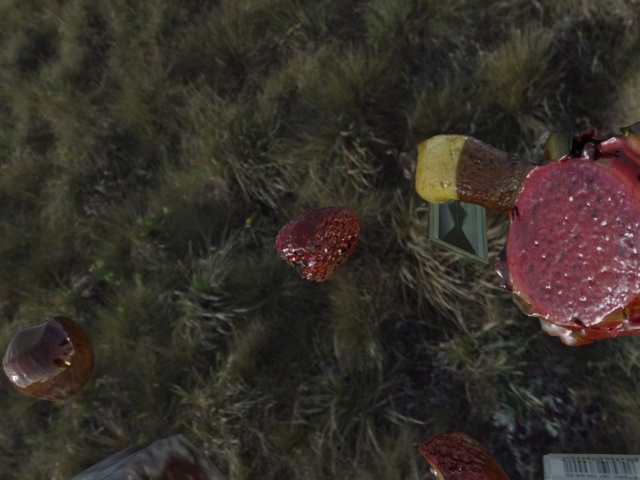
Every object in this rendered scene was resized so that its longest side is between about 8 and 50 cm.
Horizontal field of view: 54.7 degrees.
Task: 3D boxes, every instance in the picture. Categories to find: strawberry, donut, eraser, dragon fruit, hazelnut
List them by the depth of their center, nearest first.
[{"bbox_3d":[0.191,0.004,0.412,0.149,0.207,0.133,-9,75,15],"label":"dragon fruit"},{"bbox_3d":[0.000,0.000,0.693,0.096,0.083,0.083,-39,49,-6],"label":"strawberry"},{"bbox_3d":[-0.449,0.202,1.034,0.154,0.143,0.143,-24,55,24],"label":"hazelnut"},{"bbox_3d":[0.280,-0.109,1.092,0.294,0.151,0.112,14,86,28],"label":"donut"},{"bbox_3d":[0.628,0.531,1.330,0.278,0.124,0.081,-5,27,16],"label":"eraser"},{"bbox_3d":[0.366,0.559,1.448,0.149,0.336,0.265,-32,80,-6],"label":"strawberry"}]

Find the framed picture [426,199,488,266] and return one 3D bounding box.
[{"bbox_3d":[0.306,-0.046,1.379,0.015,0.150,0.203,-54,17,45],"label":"framed picture"}]

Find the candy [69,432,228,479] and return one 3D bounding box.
[{"bbox_3d":[-0.200,0.292,0.556,0.157,0.289,0.214,42,118,14],"label":"candy"}]
